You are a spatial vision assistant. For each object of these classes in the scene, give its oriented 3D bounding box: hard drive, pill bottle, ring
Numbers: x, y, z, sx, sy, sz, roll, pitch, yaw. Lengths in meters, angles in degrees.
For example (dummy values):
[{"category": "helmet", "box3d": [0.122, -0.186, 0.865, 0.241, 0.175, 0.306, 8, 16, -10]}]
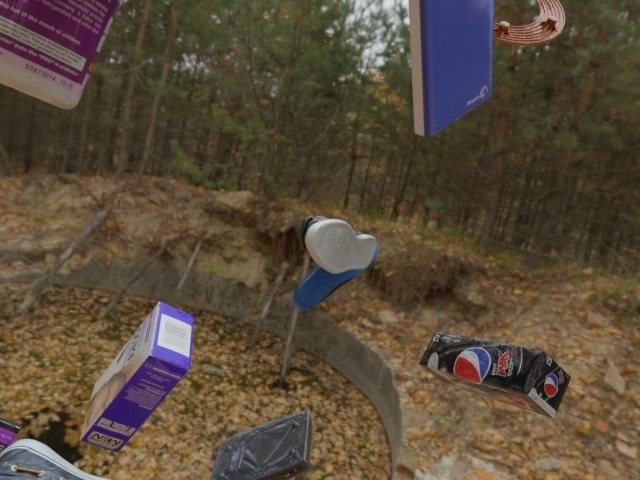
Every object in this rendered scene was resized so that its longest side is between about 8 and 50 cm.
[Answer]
[{"category": "hard drive", "box3d": [-0.135, 0.507, 1.256, 0.255, 0.054, 0.172, -24, 22, 13]}, {"category": "pill bottle", "box3d": [-0.358, -0.346, 0.716, 0.169, 0.301, 0.169, 25, 5, -2]}, {"category": "hard drive", "box3d": [0.232, -0.368, 0.923, 0.210, 0.318, 0.040, -35, 43, -30]}, {"category": "ring", "box3d": [0.409, -0.568, 1.232, 0.337, 0.336, 0.032, 10, -35, -5]}]

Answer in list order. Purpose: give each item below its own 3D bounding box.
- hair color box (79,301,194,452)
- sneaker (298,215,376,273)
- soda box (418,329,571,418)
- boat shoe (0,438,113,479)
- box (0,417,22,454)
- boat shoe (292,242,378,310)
[{"category": "hair color box", "box3d": [-0.443, 0.333, 1.298, 0.110, 0.338, 0.185, 29, 24, -25]}, {"category": "sneaker", "box3d": [0.000, 0.000, 1.110, 0.147, 0.104, 0.296, 17, 2, 25]}, {"category": "soda box", "box3d": [0.199, 0.153, 0.634, 0.060, 0.053, 0.169, 40, -20, -24]}, {"category": "boat shoe", "box3d": [-0.258, 0.282, 0.546, 0.183, 0.065, 0.083, 35, 7, -13]}, {"category": "box", "box3d": [-0.530, 0.323, 0.766, 0.116, 0.162, 0.029, 29, -20, -11]}, {"category": "boat shoe", "box3d": [0.028, 0.074, 1.350, 0.258, 0.109, 0.089, -33, -2, -9]}]
